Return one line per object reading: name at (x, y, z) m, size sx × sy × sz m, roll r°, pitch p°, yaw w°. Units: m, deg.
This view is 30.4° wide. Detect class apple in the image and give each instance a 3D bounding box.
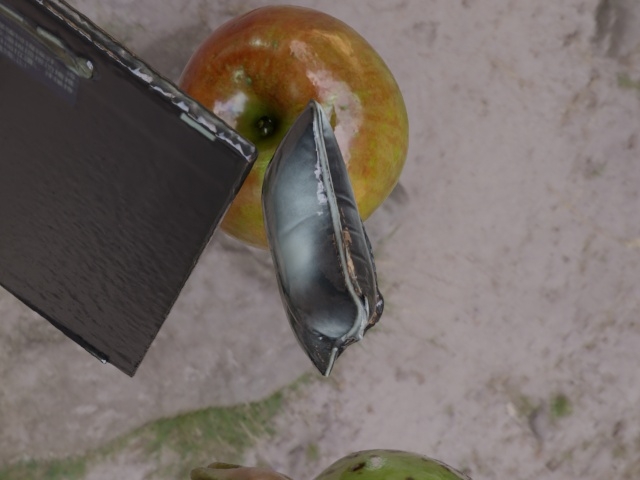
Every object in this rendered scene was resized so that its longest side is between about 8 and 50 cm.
apple at (-0.021, -0.087, 0.952) m, size 0.196 × 0.196 × 0.196 m, roll -16°, pitch 126°, yaw -24°

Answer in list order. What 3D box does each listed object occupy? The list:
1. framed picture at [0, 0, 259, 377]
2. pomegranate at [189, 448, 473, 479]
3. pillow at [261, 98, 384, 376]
framed picture at (-0.178, -0.048, 0.651) m, size 0.014 × 0.255 × 0.338 m, roll -54°, pitch 180°, yaw -29°
pomegranate at (0.023, 0.242, 0.835) m, size 0.204 × 0.276 × 0.222 m, roll 15°, pitch 97°, yaw -35°
pillow at (-0.002, 0.000, 0.637) m, size 0.055 × 0.135 × 0.091 m, roll -18°, pitch 160°, yaw 6°
